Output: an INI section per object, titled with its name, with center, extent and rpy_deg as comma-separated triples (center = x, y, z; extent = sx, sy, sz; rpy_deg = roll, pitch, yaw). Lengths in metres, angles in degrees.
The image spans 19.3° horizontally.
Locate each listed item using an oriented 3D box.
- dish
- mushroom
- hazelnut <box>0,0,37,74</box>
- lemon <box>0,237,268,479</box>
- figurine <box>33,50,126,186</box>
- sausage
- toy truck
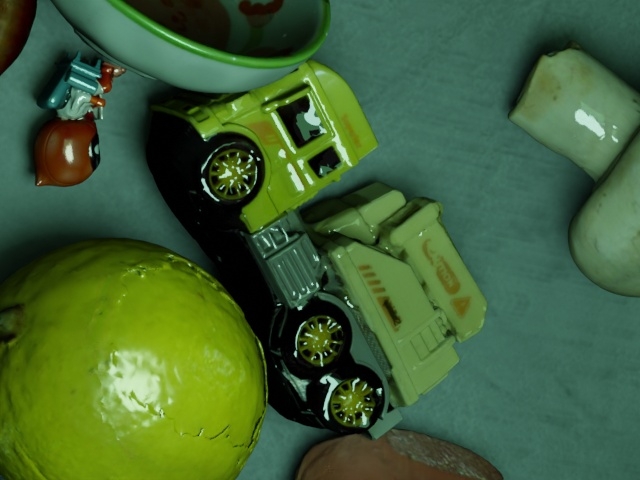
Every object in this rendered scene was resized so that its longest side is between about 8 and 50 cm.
[dish]
center = -0.157, -0.245, 1.810
extent = 0.324, 0.324, 0.124
rpy_deg = 22, 128, -23
[mushroom]
center = 0.356, -0.103, 2.041
extent = 0.292, 0.292, 0.290
rpy_deg = -42, 79, -10
[hazelnut]
center = -0.342, -0.238, 1.778
extent = 0.178, 0.178, 0.204
rpy_deg = -5, 69, -20
[lemon]
center = -0.195, 0.139, 1.826
extent = 0.297, 0.297, 0.297
rpy_deg = -3, 99, -21
[figurine]
center = -0.248, -0.117, 1.879
extent = 0.075, 0.068, 0.140
rpy_deg = 17, 90, -25
[sausage]
center = 0.097, 0.280, 2.033
extent = 0.254, 0.148, 0.148
rpy_deg = 22, 90, -30
[toy truck]
center = 0.000, 0.000, 1.934
extent = 0.254, 0.180, 0.405
rpy_deg = -34, 109, -17
